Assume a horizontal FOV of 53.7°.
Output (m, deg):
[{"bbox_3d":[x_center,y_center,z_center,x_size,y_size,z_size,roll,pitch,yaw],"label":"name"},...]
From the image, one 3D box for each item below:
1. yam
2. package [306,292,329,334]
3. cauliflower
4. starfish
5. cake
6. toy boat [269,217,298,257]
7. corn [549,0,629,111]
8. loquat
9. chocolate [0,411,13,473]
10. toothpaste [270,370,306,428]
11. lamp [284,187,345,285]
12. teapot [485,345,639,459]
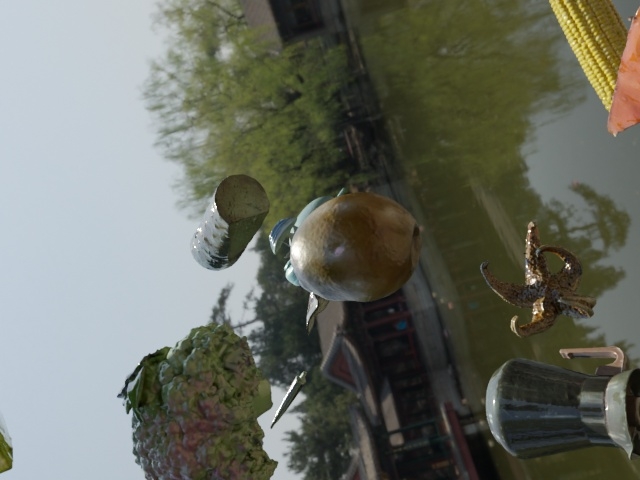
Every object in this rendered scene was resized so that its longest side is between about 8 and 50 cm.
[{"bbox_3d":[-0.111,-0.015,0.764,0.169,0.068,0.068,136,121,-61],"label":"yam"},{"bbox_3d":[0.005,0.111,1.528,0.232,0.040,0.166,-55,-26,-60],"label":"package"},{"bbox_3d":[-0.151,0.246,0.936,0.315,0.239,0.256,-5,-86,-56],"label":"cauliflower"},{"bbox_3d":[0.326,0.059,0.963,0.074,0.146,0.190,58,-157,-44],"label":"starfish"},{"bbox_3d":[0.422,-0.214,0.773,0.135,0.098,0.287,44,173,12],"label":"cake"},{"bbox_3d":[-0.061,-0.003,1.578,0.034,0.149,0.105,-8,-70,-66],"label":"toy boat"},{"bbox_3d":[0.430,-0.307,0.970,0.248,0.081,0.081,61,-176,0],"label":"corn"},{"bbox_3d":[0.054,0.012,1.038,0.179,0.227,0.179,12,-104,-60],"label":"loquat"},{"bbox_3d":[-0.589,0.208,0.942,0.301,0.137,0.289,0,114,61],"label":"chocolate"},{"bbox_3d":[-0.059,0.296,1.181,0.021,0.140,0.037,33,-157,7],"label":"toothpaste"},{"bbox_3d":[-0.011,-0.005,1.747,0.209,0.147,0.284,126,158,-71],"label":"lamp"},{"bbox_3d":[0.615,0.394,1.548,0.253,0.344,0.300,48,-128,-29],"label":"teapot"}]
